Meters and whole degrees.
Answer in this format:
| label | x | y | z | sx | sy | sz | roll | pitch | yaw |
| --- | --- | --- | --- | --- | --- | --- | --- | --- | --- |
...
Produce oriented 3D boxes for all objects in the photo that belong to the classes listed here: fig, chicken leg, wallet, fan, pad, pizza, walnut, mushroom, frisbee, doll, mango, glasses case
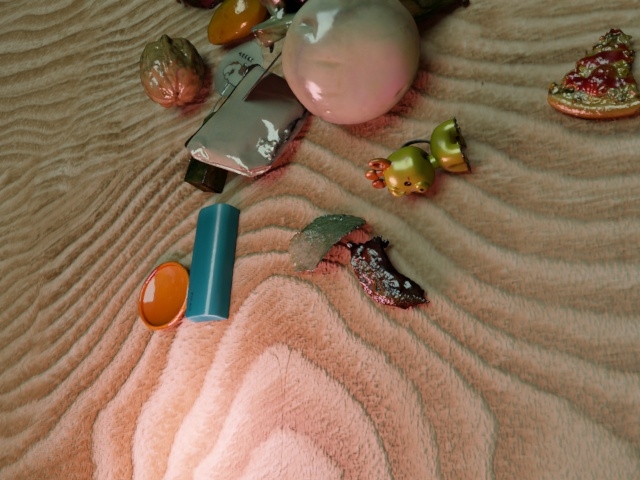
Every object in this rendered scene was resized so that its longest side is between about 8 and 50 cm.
| label | x | y | z | sx | sy | sz | roll | pitch | yaw |
| --- | --- | --- | --- | --- | --- | --- | --- | --- | --- |
| fig | 0.224 | -0.597 | 1.508 | 0.245 | 0.195 | 0.195 | 3 | 71 | 0 |
| chicken leg | 0.132 | 0.072 | 1.371 | 0.105 | 0.063 | 0.234 | -46 | 54 | 18 |
| wallet | -0.179 | -0.313 | 1.696 | 0.275 | 0.068 | 0.335 | 29 | 73 | 29 |
| fan | -0.282 | -0.446 | 1.904 | 0.191 | 0.009 | 0.329 | 39 | 96 | 38 |
| pad | -0.125 | -0.433 | 1.605 | 0.158 | 0.003 | 0.235 | -55 | 15 | -14 |
| pizza | 0.542 | -0.330 | 1.237 | 0.188 | 0.062 | 0.199 | 12 | 78 | 36 |
| walnut | -0.444 | -0.507 | 1.932 | 0.198 | 0.198 | 0.245 | -36 | 49 | 19 |
| mushroom | 0.058 | -0.400 | 1.472 | 0.356 | 0.315 | 0.315 | 136 | 139 | -62 |
| frisbee | -0.415 | 0.150 | 1.745 | 0.192 | 0.035 | 0.192 | -13 | 65 | 30 |
| doll | 0.203 | -0.165 | 1.371 | 0.221 | 0.143 | 0.135 | -20 | 63 | 20 |
| mango | -0.246 | -0.658 | 1.898 | 0.227 | 0.109 | 0.147 | -38 | 58 | 20 |
| glasses case | -0.286 | 0.057 | 1.672 | 0.117 | 0.070 | 0.301 | -11 | 68 | 33 |
| mushroom | -0.046 | -0.627 | 1.648 | 0.292 | 0.212 | 0.217 | -30 | 23 | 20 |

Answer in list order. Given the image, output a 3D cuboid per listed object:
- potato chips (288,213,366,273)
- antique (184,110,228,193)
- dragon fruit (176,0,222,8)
| label | x | y | z | sx | sy | sz | roll | pitch | yaw |
| --- | --- | --- | --- | --- | --- | --- | --- | --- | --- |
| potato chips | 0.004 | 0.004 | 1.477 | 0.228 | 0.059 | 0.167 | -39 | 31 | 18 |
| antique | -0.295 | -0.248 | 1.791 | 0.081 | 0.080 | 0.221 | 7 | 75 | 36 |
| dragon fruit | -0.415 | -0.918 | 2.023 | 0.314 | 0.263 | 0.296 | 25 | 87 | 39 |
